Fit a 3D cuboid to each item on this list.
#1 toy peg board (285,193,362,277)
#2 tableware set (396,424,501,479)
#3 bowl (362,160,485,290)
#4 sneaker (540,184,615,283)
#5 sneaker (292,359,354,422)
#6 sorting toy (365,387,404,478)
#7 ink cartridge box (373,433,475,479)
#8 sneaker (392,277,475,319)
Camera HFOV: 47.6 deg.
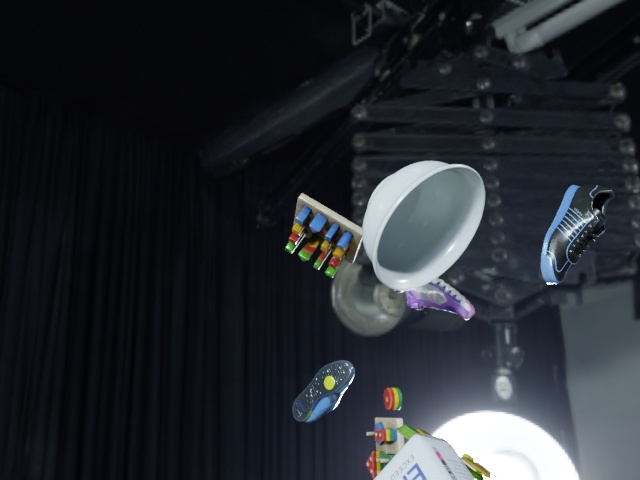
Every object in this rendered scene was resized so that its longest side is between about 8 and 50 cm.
[{"bbox_3d":[0.000,0.000,1.590,0.161,0.079,0.160,30,-23,7],"label":"toy peg board"},{"bbox_3d":[0.171,0.295,0.993,0.154,0.024,0.104,32,-1,-41],"label":"tableware set"},{"bbox_3d":[0.191,-0.053,1.518,0.298,0.134,0.297,-24,-45,-26],"label":"bowl"},{"bbox_3d":[0.529,-0.015,1.491,0.081,0.232,0.091,34,-18,-36],"label":"sneaker"},{"bbox_3d":[0.021,0.349,1.688,0.082,0.069,0.209,12,-52,-42],"label":"sneaker"},{"bbox_3d":[0.131,0.449,1.520,0.046,0.274,0.132,1,-13,-16],"label":"sorting toy"},{"bbox_3d":[0.083,0.411,0.667,0.071,0.330,0.324,25,-70,-37],"label":"ink cartridge box"},{"bbox_3d":[0.273,0.139,1.819,0.236,0.104,0.095,34,-1,29],"label":"sneaker"}]
